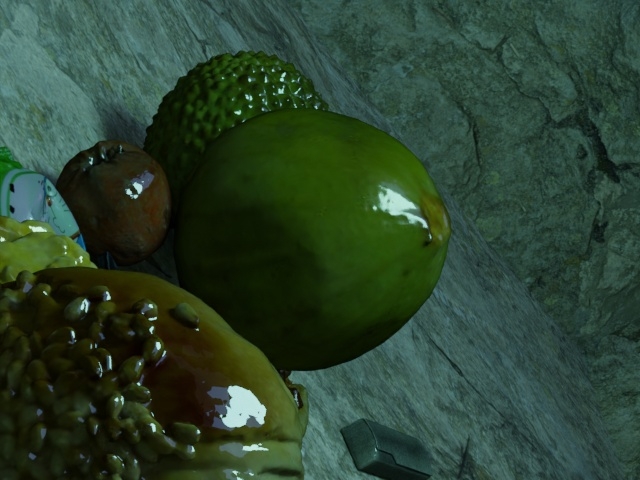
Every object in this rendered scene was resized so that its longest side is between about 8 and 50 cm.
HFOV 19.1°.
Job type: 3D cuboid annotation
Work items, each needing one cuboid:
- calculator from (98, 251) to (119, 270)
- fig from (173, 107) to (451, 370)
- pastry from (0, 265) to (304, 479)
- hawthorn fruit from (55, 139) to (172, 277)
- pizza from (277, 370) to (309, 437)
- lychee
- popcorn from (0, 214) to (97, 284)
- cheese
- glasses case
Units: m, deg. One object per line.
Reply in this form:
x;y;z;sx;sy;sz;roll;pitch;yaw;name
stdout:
-0.211;0.140;2.178;0.261;0.021;0.161;-102;169;-53;calculator
0.001;-0.007;2.307;0.343;0.343;0.343;52;17;-22;fig
-0.203;0.208;1.498;0.409;0.409;0.245;66;7;28;pastry
-0.241;-0.026;2.268;0.149;0.149;0.189;-43;118;-74;hawthorn fruit
-0.102;0.170;2.408;0.226;0.086;0.335;63;18;15;pizza
-0.110;-0.104;2.570;0.270;0.320;0.270;17;13;-4;lychee
-0.298;0.057;1.870;0.180;0.180;0.170;54;-11;-12;popcorn
-0.291;0.050;2.046;0.204;0.083;0.320;-30;99;-80;cheese
0.102;0.314;2.825;0.205;0.047;0.071;30;32;-60;glasses case
